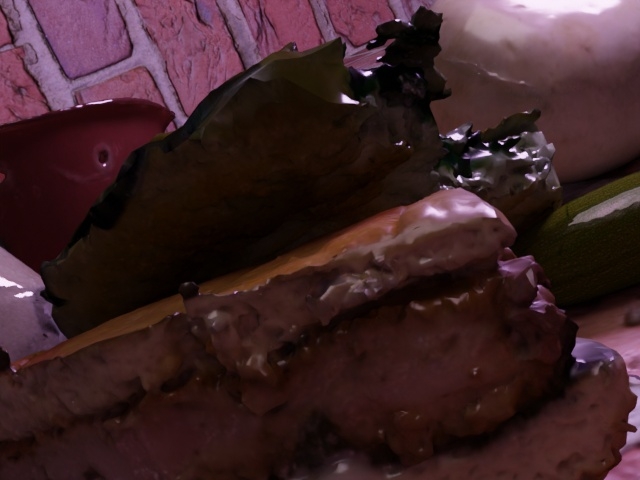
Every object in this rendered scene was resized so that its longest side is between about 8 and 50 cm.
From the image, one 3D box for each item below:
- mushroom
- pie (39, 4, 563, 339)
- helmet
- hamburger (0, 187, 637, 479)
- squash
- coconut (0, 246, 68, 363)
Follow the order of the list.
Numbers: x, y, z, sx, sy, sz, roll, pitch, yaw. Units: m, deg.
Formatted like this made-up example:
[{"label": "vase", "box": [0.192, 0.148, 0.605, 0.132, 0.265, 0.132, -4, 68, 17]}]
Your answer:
[{"label": "mushroom", "box": [0.199, -0.145, 0.991, 0.246, 0.202, 0.246, 0, 53, 0]}, {"label": "pie", "box": [0.000, 0.000, 0.659, 0.296, 0.078, 0.371, -38, -23, 18]}, {"label": "helmet", "box": [-0.298, -0.002, 1.157, 0.337, 0.230, 0.385, -13, 1, 13]}, {"label": "hamburger", "box": [-0.011, 0.074, 0.503, 0.245, 0.155, 0.282, -25, 5, -32]}, {"label": "squash", "box": [0.204, -0.011, 0.676, 0.252, 0.066, 0.066, -21, 13, 10]}, {"label": "coconut", "box": [-0.272, 0.094, 0.758, 0.241, 0.241, 0.241, -22, 13, 5]}]
